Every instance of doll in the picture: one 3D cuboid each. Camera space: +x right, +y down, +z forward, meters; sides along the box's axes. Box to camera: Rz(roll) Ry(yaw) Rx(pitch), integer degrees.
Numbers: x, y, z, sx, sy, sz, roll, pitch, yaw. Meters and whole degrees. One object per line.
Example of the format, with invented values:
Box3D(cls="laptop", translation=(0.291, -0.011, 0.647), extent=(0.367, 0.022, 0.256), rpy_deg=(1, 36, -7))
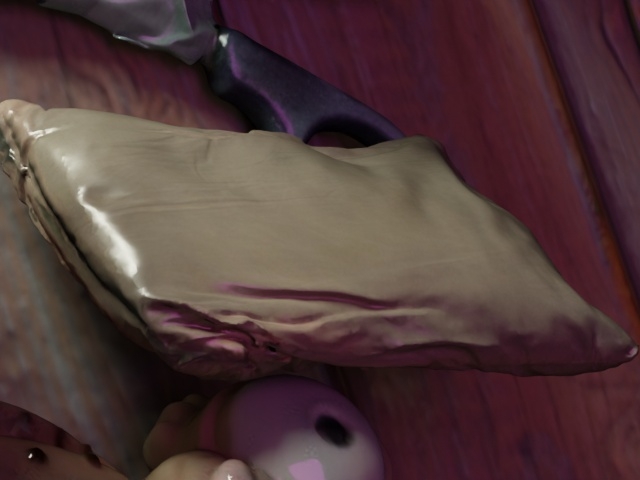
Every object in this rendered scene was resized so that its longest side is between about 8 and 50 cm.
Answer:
Box3D(cls="doll", translation=(-0.079, 0.127, 0.769), extent=(0.278, 0.119, 0.154), rpy_deg=(3, 50, -36))

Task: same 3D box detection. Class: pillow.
Box3D(cls="pillow", translation=(0.000, 0.000, 0.857), extent=(0.270, 0.067, 0.173), rpy_deg=(2, 37, -34))

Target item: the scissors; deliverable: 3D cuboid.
Box3D(cls="scissors", translation=(-0.091, -0.134, 0.910), extent=(0.383, 0.029, 0.256), rpy_deg=(16, 69, -31))
